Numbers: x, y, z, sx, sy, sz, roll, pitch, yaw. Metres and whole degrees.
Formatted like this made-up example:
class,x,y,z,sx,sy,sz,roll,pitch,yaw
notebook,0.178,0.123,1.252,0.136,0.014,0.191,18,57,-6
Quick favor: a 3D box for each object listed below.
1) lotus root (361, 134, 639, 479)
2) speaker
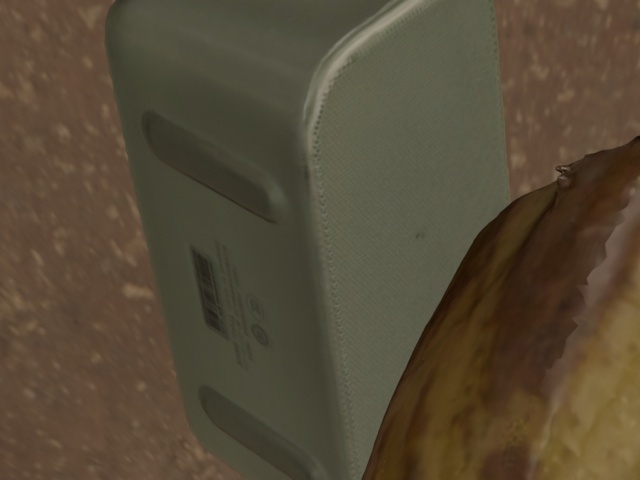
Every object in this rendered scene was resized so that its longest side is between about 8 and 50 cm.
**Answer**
class,x,y,z,sx,sy,sz,roll,pitch,yaw
lotus root,0.158,0.113,0.670,0.316,0.316,0.250,27,52,9
speaker,0.000,0.000,1.183,0.184,0.406,0.183,26,49,36
